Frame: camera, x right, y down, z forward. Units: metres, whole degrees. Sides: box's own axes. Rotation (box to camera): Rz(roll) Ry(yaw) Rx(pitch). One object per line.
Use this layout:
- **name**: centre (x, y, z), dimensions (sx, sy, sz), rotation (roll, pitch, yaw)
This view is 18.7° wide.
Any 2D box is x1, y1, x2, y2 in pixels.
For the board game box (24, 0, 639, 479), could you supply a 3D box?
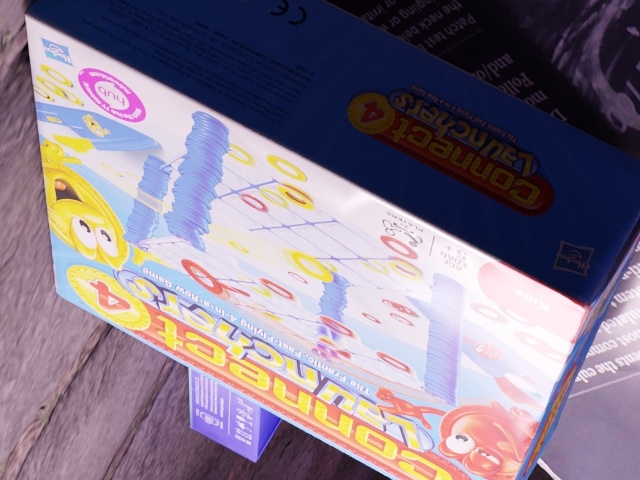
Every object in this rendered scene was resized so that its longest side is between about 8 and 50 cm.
- **board game box**: centre (0.000, 0.000, 1.039), dimensions (0.086, 0.308, 0.302), rotation (-57, 168, -26)

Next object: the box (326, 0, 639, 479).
- **box**: centre (0.250, -0.121, 1.284), dimensions (0.297, 0.472, 0.480), rotation (-25, -156, 52)

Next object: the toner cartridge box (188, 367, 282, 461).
- **toner cartridge box**: centre (-0.042, 0.051, 1.651), dimensions (0.165, 0.075, 0.348), rotation (-60, 170, -24)
